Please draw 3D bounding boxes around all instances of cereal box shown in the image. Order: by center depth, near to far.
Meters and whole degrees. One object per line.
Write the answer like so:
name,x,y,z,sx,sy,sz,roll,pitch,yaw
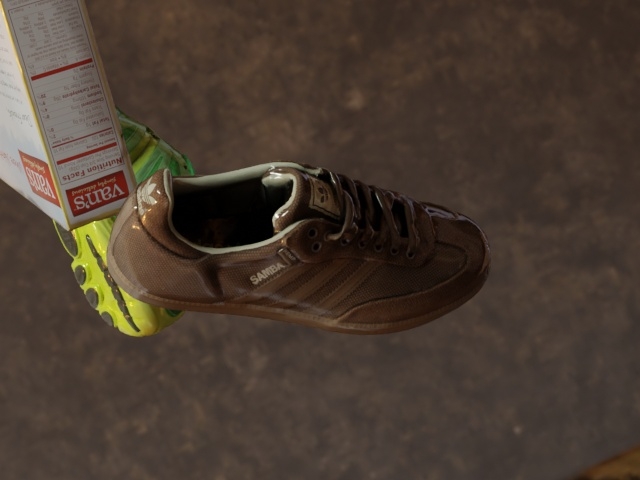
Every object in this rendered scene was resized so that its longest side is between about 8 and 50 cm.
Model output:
cereal box,-0.164,-0.136,0.798,0.047,0.240,0.173,-21,21,-19

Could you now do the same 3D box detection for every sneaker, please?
sneaker,0.000,0.000,0.720,0.188,0.066,0.071,-1,-30,-20
sneaker,-0.184,-0.064,1.397,0.123,0.295,0.109,-28,14,-39
